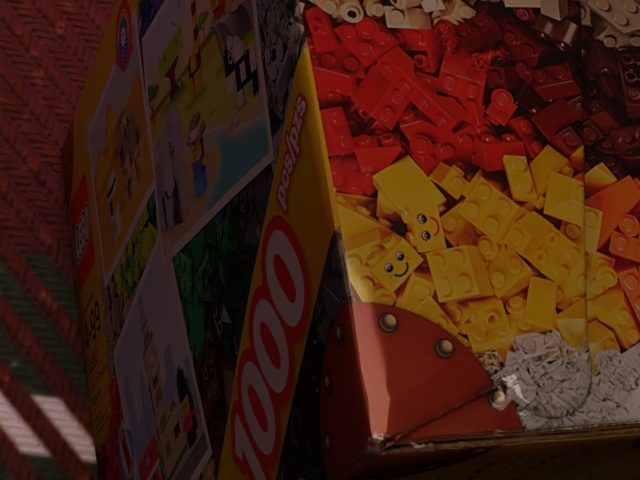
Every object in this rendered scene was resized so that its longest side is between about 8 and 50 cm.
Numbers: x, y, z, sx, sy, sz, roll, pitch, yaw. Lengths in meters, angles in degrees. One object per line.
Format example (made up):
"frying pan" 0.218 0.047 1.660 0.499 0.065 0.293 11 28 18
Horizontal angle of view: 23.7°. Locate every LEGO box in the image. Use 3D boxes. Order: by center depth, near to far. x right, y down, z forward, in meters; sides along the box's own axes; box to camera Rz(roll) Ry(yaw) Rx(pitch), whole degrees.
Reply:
"LEGO box" 0.000 0.000 0.885 0.193 0.500 0.373 -2 68 -21
